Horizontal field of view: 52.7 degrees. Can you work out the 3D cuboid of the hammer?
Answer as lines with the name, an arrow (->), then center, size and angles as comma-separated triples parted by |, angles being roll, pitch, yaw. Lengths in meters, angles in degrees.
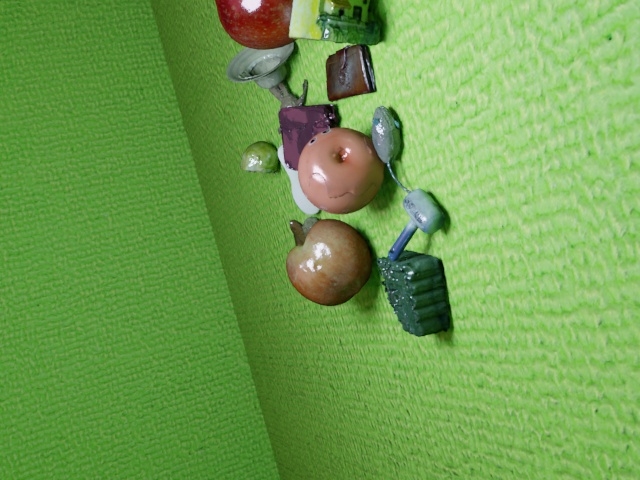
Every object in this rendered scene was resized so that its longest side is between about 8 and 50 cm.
hammer -> 0.218, -0.023, 1.563 | 0.194, 0.069, 0.116 | -59, 46, 30

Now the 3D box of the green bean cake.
green bean cake -> 0.232, 0.137, 1.653 | 0.193, 0.107, 0.208 | 6, 110, 66

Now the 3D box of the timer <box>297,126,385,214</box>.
timer -> 0.054, -0.184, 1.706 | 0.215, 0.230, 0.229 | 100, 152, -78

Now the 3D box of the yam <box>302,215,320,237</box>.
yam -> 0.000, 0.000, 2.173 | 0.179, 0.078, 0.078 | 59, 153, 34

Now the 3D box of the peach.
peach -> 0.031, 0.068, 1.913 | 0.252, 0.252, 0.252 | 48, 146, 49

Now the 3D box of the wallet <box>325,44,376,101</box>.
wallet -> 0.071, -0.457, 1.764 | 0.255, 0.031, 0.137 | 13, 116, 66

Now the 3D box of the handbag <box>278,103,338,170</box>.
handbag -> -0.024, -0.311, 1.958 | 0.216, 0.074, 0.203 | 6, 115, 41

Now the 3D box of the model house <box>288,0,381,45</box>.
model house -> 0.049, -0.579, 1.542 | 0.170, 0.194, 0.211 | 23, 114, 47

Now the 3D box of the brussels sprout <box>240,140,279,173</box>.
brussels sprout -> -0.231, -0.317, 2.451 | 0.152, 0.149, 0.122 | 7, 97, 26

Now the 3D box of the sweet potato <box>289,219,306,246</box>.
sweet potato -> -0.032, 0.074, 2.269 | 0.310, 0.098, 0.124 | 66, 163, 10

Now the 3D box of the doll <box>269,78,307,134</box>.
doll -> -0.106, -0.436, 2.140 | 0.286, 0.091, 0.202 | 30, 98, 47

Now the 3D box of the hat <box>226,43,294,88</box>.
hat -> -0.174, -0.559, 2.113 | 0.252, 0.252, 0.110 | 49, 172, 48

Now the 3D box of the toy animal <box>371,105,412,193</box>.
toy animal -> 0.180, -0.214, 1.612 | 0.079, 0.070, 0.253 | 138, 113, -84

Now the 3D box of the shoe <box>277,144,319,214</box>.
shoe -> -0.058, -0.222, 2.180 | 0.110, 0.095, 0.265 | -70, -37, -60

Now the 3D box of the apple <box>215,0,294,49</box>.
apple -> -0.164, -0.705, 1.790 | 0.348, 0.277, 0.348 | -18, -90, -81
